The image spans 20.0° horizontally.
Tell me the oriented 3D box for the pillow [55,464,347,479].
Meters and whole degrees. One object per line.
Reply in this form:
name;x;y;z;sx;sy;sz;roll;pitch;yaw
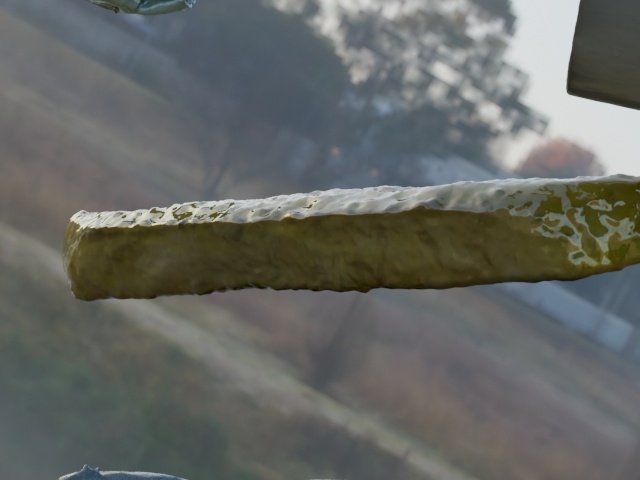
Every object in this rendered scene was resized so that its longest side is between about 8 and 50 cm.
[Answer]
pillow;-0.092;0.178;0.937;0.255;0.169;0.059;12;22;-50

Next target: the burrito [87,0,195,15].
burrito;-0.141;-0.177;1.213;0.118;0.044;0.074;19;-6;6

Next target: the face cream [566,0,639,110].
face cream;0.201;-0.134;0.808;0.153;0.177;0.177;14;-3;8

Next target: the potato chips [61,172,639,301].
potato chips;0.000;0.000;1.010;0.407;0.057;0.080;-4;10;31
